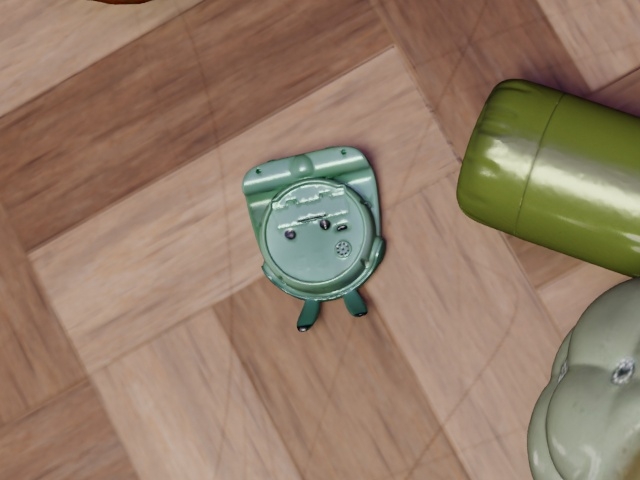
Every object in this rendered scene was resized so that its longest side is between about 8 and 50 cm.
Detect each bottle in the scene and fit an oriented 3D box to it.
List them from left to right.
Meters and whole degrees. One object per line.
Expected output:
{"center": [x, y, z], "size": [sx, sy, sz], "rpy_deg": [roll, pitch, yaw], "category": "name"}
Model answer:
{"center": [0.234, -0.028, 1.281], "size": [0.260, 0.112, 0.112], "rpy_deg": [20, 84, 12], "category": "bottle"}

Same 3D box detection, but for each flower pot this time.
{"center": [0.258, 0.133, 1.175], "size": [0.246, 0.195, 0.246], "rpy_deg": [4, 110, 12], "category": "flower pot"}

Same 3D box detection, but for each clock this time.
{"center": [0.000, 0.000, 1.351], "size": [0.101, 0.041, 0.135], "rpy_deg": [-14, 78, 7], "category": "clock"}

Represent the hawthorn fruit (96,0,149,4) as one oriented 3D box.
{"center": [-0.161, -0.273, 1.362], "size": [0.189, 0.189, 0.189], "rpy_deg": [-2, 79, 9], "category": "hawthorn fruit"}
